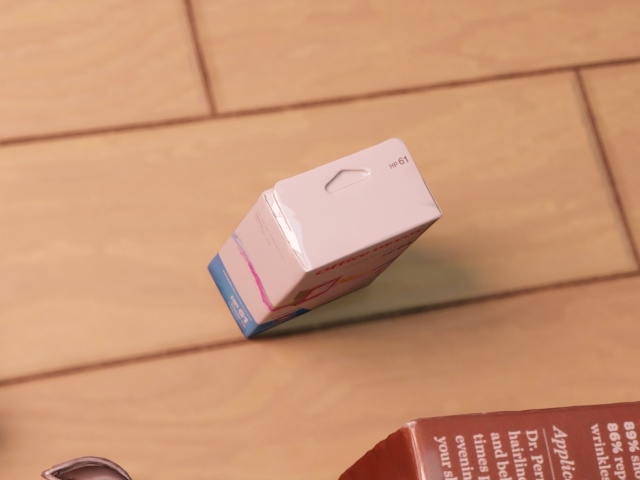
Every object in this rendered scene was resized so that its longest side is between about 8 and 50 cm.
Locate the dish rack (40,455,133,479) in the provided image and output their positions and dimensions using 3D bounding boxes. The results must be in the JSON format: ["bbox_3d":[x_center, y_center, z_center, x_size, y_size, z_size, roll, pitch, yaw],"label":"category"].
[{"bbox_3d":[-0.181,0.234,0.796,0.272,0.074,0.208,-17,83,-20],"label":"dish rack"}]

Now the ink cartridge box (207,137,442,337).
[{"bbox_3d":[0.000,0.000,0.927,0.089,0.122,0.052,-23,78,-24],"label":"ink cartridge box"}]

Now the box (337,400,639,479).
[{"bbox_3d":[0.215,0.186,0.920,0.381,0.143,0.191,-2,70,-17],"label":"box"}]
